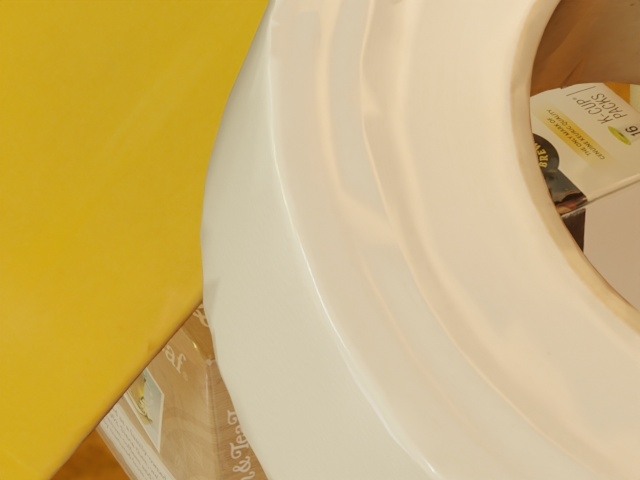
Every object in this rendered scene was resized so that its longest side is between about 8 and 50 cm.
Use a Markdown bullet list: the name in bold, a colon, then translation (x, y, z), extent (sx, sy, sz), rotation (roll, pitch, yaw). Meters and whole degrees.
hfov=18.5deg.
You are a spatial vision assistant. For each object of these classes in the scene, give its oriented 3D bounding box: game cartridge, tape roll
- **game cartridge**: translation (-0.161, -0.062, 0.850), extent (0.324, 0.285, 0.053), rotation (-49, 7, 19)
- **tape roll**: translation (0.112, -0.007, 0.571), extent (0.100, 0.286, 0.286), rotation (119, 155, -61)

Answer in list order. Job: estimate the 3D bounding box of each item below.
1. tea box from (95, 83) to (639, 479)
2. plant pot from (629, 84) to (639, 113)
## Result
- **tea box**: translation (0.000, 0.000, 1.221), extent (0.323, 0.220, 0.329), rotation (-21, 43, -21)
- **plant pot**: translation (0.370, -0.070, 1.702), extent (0.256, 0.256, 0.274), rotation (-22, 79, 26)
